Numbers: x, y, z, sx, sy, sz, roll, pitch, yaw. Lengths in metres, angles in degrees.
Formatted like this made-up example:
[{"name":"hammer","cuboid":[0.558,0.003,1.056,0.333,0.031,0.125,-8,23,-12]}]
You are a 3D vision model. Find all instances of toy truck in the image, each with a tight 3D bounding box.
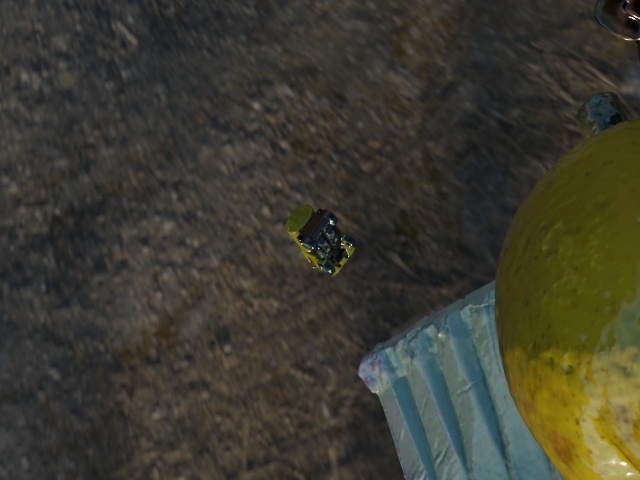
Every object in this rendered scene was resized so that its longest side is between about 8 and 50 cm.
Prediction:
[{"name":"toy truck","cuboid":[0.000,0.000,1.909,0.049,0.054,0.083,-53,140,-13]}]

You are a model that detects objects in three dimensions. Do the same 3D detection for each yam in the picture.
[{"name":"yam","cuboid":[0.368,-0.044,1.928,0.061,0.061,0.274,-19,66,-9]}]

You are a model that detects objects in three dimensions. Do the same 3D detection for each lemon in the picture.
[{"name":"lemon","cuboid":[0.157,0.036,0.749,0.170,0.207,0.170,2,132,2]}]

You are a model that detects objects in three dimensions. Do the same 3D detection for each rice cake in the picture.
[{"name":"rice cake","cuboid":[0.123,0.139,1.207,0.189,0.037,0.198,-29,76,32]}]

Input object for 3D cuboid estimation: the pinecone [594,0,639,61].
[{"name":"pinecone","cuboid":[0.312,-0.234,1.180,0.264,0.264,0.264,-4,109,-11]}]
